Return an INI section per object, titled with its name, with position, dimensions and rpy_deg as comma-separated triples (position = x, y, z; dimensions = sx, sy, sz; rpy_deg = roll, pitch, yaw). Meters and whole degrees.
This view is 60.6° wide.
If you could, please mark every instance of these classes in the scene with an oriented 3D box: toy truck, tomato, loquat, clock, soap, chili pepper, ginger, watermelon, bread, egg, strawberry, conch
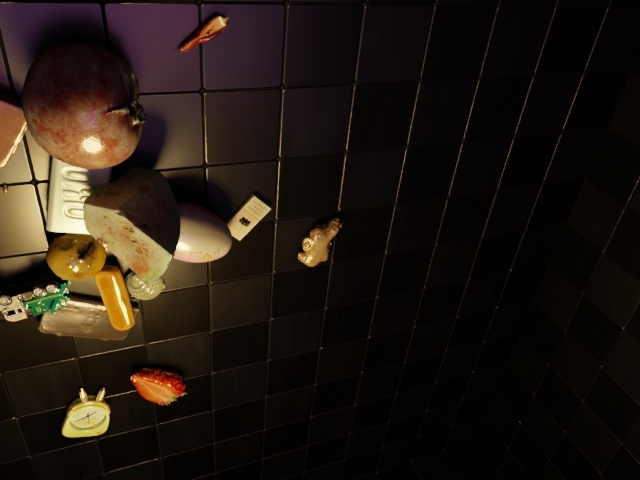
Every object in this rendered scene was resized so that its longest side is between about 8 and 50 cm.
[toy truck]
position = -0.905, 0.186, 1.748
dimensions = 0.215, 0.110, 0.116
rpy_deg = -17, 112, -11
[tomato]
position = -0.587, -0.337, 1.389
dimensions = 0.282, 0.317, 0.317
rpy_deg = -3, 128, -1
[loquat]
position = -0.766, 0.053, 1.713
dimensions = 0.172, 0.150, 0.204
rpy_deg = -12, 166, -45
[clock]
position = -0.917, 0.676, 2.161
dimensions = 0.170, 0.069, 0.232
rpy_deg = 8, 119, -30
[soap]
position = -0.709, -0.153, 1.608
dimensions = 0.159, 0.087, 0.266
rpy_deg = 5, 119, -28
[chili pepper]
position = -0.328, -0.573, 1.528
dimensions = 0.178, 0.027, 0.045
rpy_deg = -37, 128, 3
[ginger]
position = -0.004, 0.001, 2.095
dimensions = 0.137, 0.074, 0.213
rpy_deg = 3, 127, -39
[watermelon]
position = -0.555, -0.062, 1.569
dimensions = 0.258, 0.387, 0.228
rpy_deg = 15, 128, -48
[bread]
position = -0.698, 0.193, 1.870
dimensions = 0.092, 0.074, 0.239
rpy_deg = -4, 117, 6
[egg]
position = -0.420, -0.019, 1.793
dimensions = 0.196, 0.196, 0.271
rpy_deg = -46, 128, 11
[strawberry]
position = -0.662, 0.575, 2.197
dimensions = 0.228, 0.098, 0.174
rpy_deg = 27, 127, -26
[conch]
position = -0.611, 0.157, 1.900
dimensions = 0.135, 0.102, 0.153
rpy_deg = -19, 133, 7

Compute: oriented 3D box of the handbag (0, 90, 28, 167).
[handbag]
position = -0.866, -0.300, 1.440
dimensions = 0.151, 0.072, 0.193
rpy_deg = 28, 111, -38

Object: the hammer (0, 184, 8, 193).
[hammer]
position = -0.956, -0.145, 1.554
dimensions = 0.122, 0.014, 0.029
rpy_deg = -2, 117, -22

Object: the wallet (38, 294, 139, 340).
[wallet]
position = -0.811, 0.271, 1.922
dimensions = 0.309, 0.042, 0.165
rpy_deg = 15, 115, -35

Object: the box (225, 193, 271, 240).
[box]
position = -0.262, -0.081, 1.937
dimensions = 0.167, 0.024, 0.090
rpy_deg = -44, 131, 10
